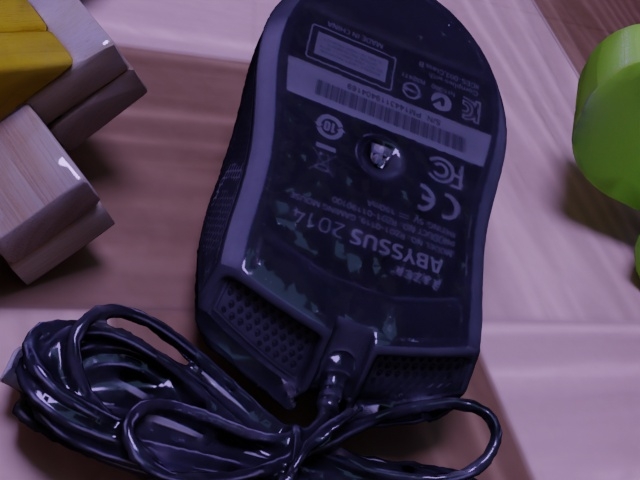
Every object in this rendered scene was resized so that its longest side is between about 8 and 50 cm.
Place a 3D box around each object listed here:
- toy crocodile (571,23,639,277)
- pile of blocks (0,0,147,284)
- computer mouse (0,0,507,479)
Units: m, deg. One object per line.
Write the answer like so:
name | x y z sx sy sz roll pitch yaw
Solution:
toy crocodile | 0.273 0.011 0.567 0.340 0.105 0.115 34 42 5
pile of blocks | -0.182 -0.020 0.313 0.362 0.149 0.113 -20 60 -41
computer mouse | 0.000 0.000 0.462 0.188 0.072 0.272 23 54 -9
